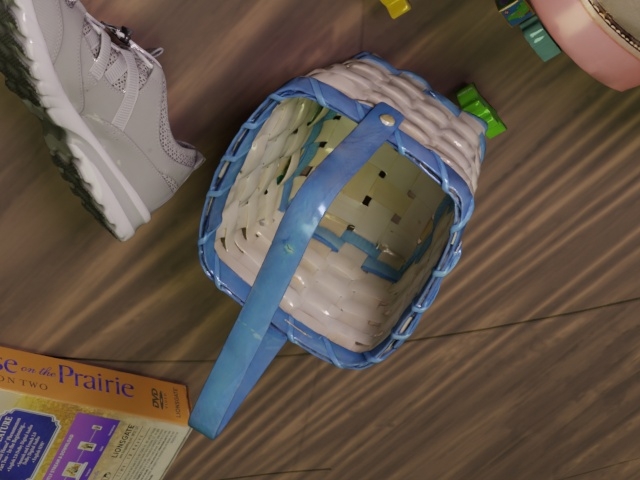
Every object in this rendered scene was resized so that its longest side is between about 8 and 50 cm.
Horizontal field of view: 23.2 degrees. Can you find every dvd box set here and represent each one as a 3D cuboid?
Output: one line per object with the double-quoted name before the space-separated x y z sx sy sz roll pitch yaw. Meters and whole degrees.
"dvd box set" -0.374 0.217 1.512 0.420 0.062 0.308 14 128 -23

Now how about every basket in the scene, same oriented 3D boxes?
"basket" 0.000 0.000 1.226 0.201 0.289 0.255 30 125 2

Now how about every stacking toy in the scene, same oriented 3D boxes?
"stacking toy" 0.154 -0.193 1.247 0.167 0.052 0.221 -29 133 18

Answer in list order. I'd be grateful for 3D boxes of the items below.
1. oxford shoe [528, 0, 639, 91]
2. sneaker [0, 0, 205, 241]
"oxford shoe" 0.296 -0.172 1.142 0.146 0.140 0.397 -33 161 28
"sneaker" -0.182 -0.136 1.221 0.115 0.105 0.281 -38 133 -17
